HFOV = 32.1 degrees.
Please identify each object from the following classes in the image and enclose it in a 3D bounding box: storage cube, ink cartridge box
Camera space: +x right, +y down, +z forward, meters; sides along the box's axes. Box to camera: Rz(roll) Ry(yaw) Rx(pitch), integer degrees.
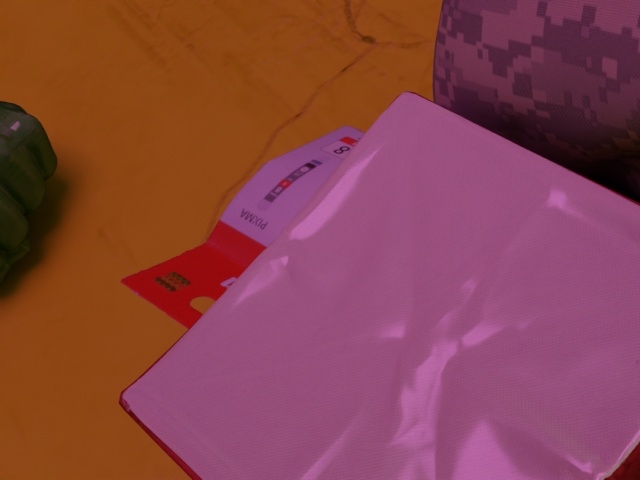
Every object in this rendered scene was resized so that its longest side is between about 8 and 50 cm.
[{"bbox_3d":[0.073,0.088,0.464,0.184,0.193,0.215,-47,48,-10],"label":"storage cube"},{"bbox_3d":[0.000,0.000,0.615,0.179,0.045,0.145,-24,38,-36],"label":"ink cartridge box"}]

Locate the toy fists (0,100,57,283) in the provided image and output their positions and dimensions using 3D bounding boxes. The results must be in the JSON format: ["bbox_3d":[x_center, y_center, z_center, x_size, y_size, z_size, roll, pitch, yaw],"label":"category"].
[{"bbox_3d":[-0.292,0.019,0.777,0.142,0.096,0.279,22,70,48],"label":"toy fists"}]

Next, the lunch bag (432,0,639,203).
[{"bbox_3d":[0.201,-0.102,0.426,0.305,0.212,0.256,30,98,43],"label":"lunch bag"}]
